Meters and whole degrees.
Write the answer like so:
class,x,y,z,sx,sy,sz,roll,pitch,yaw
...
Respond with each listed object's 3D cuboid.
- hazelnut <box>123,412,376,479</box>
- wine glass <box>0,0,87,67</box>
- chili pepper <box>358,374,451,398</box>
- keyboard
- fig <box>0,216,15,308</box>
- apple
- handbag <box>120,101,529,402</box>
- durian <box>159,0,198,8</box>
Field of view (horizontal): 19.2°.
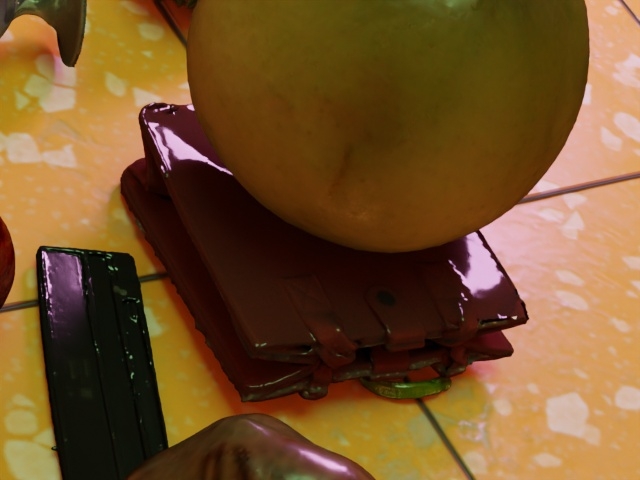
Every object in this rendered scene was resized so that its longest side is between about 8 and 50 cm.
class,x,y,z,sx,sy,sz,roll,pitch,yaw
hazelnut,-0.030,0.210,1.191,0.210,0.210,0.186,55,12,29
wine glass,-0.312,-0.194,1.528,0.231,0.103,0.103,1,48,-19
chili pepper,0.064,0.110,1.459,0.083,0.017,0.030,4,37,-23
keyboard,-0.159,0.101,1.368,0.087,0.017,0.250,4,47,-22
fig,-0.289,0.021,1.317,0.128,0.128,0.150,41,51,17
apple,0.070,-0.128,1.393,0.295,0.258,0.233,-14,52,-37
handbag,0.000,-0.001,1.486,0.260,0.084,0.275,-4,46,-30
durian,-0.112,-0.249,1.696,0.108,0.119,0.187,-8,24,21
